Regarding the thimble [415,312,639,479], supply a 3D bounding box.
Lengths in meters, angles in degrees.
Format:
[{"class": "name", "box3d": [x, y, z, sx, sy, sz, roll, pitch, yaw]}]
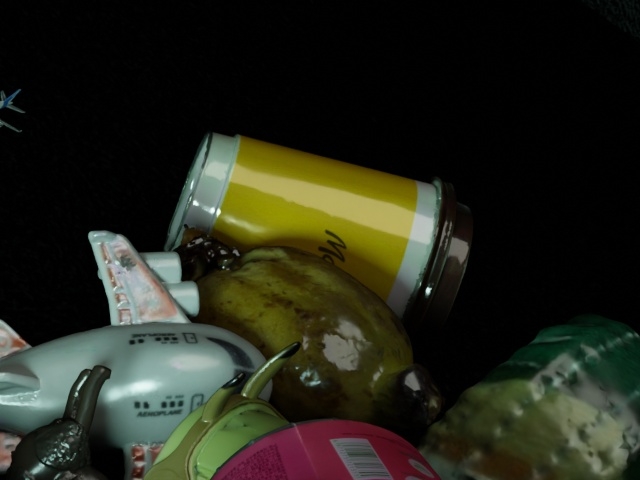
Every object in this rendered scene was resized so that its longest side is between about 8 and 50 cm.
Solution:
[{"class": "thimble", "box3d": [0.199, 0.202, 1.563, 0.167, 0.254, 0.288, 46, 38, 21]}]

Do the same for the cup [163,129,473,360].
[{"class": "cup", "box3d": [0.000, 0.000, 1.747, 0.280, 0.196, 0.196, 20, 31, -10]}]

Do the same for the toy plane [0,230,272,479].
[{"class": "toy plane", "box3d": [-0.158, 0.116, 1.434, 0.252, 0.118, 0.252, 6, 71, -19]}]

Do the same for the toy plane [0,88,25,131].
[{"class": "toy plane", "box3d": [-0.325, -0.130, 1.761, 0.078, 0.024, 0.084, 44, 36, 16]}]

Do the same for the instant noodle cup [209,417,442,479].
[{"class": "instant noodle cup", "box3d": [0.014, 0.232, 1.196, 0.302, 0.258, 0.181, 60, 0, -31]}]

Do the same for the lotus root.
[{"class": "lotus root", "box3d": [-0.023, 0.095, 1.576, 0.314, 0.141, 0.169, 29, 42, 35]}]

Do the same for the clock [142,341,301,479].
[{"class": "clock", "box3d": [-0.067, 0.187, 1.334, 0.069, 0.232, 0.170, 19, 22, 27]}]

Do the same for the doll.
[{"class": "doll", "box3d": [-0.177, 0.194, 1.326, 0.139, 0.057, 0.165, 50, 63, -15]}]
